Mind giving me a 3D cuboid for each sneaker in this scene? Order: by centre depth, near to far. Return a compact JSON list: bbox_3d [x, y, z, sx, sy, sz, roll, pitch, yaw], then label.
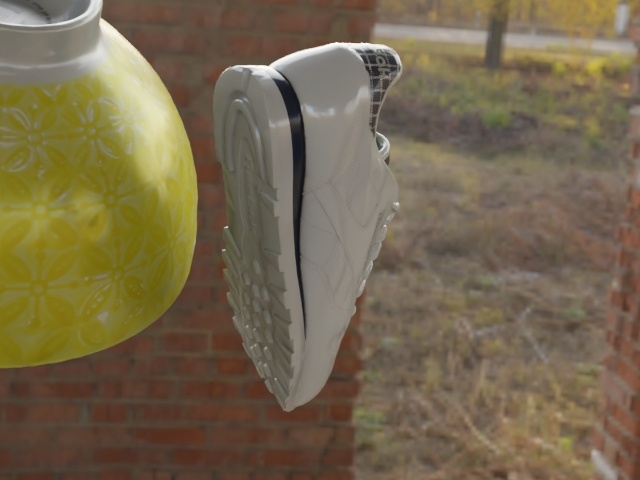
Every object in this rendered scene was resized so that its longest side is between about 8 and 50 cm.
[{"bbox_3d":[0.000,0.000,0.723,0.095,0.235,0.090,-20,44,-26],"label":"sneaker"}]

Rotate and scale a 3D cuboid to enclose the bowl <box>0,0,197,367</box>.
[{"bbox_3d":[-0.196,-0.080,0.720,0.289,0.156,0.289,14,33,-9],"label":"bowl"}]
